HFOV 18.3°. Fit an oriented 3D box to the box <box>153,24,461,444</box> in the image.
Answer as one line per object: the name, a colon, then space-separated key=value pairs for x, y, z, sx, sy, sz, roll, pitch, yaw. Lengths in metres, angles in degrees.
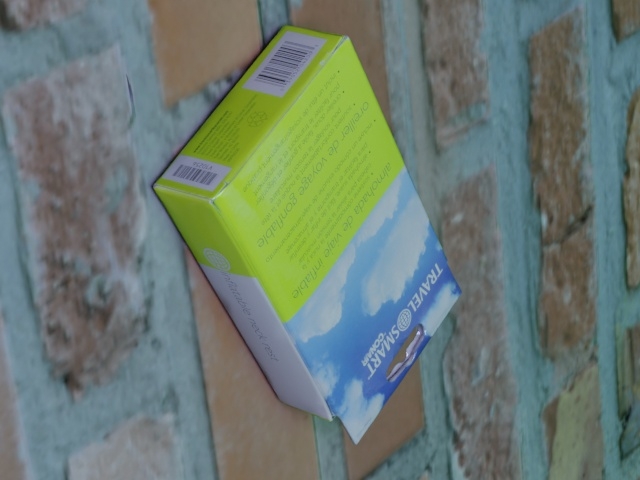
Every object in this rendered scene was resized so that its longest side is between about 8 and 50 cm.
box: x=0.000 y=0.000 z=0.932 sx=0.109 sy=0.042 sz=0.178 roll=-53 pitch=138 yaw=-26
